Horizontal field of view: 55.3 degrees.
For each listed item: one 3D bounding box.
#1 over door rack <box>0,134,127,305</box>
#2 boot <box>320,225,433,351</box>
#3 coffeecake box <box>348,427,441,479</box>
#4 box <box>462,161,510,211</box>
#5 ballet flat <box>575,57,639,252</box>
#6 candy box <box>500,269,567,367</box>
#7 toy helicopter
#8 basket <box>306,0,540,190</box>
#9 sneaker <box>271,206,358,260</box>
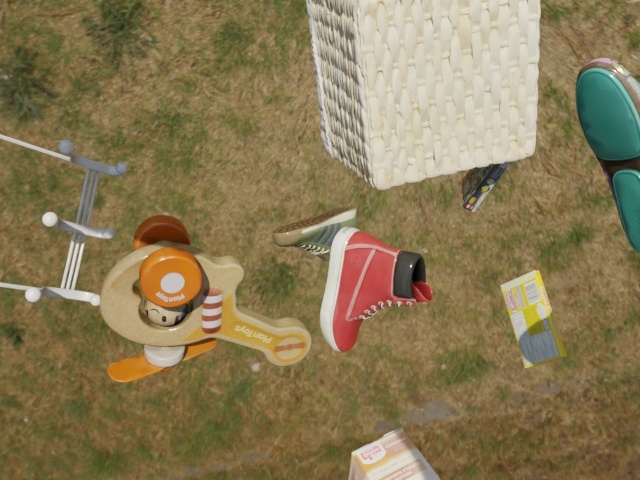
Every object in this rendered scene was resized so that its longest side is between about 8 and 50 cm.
[{"bbox_3d":[-0.449,-0.040,0.881,0.108,0.324,0.240,1,79,49],"label":"over door rack"},{"bbox_3d":[0.097,0.113,1.038,0.176,0.088,0.244,22,123,26],"label":"boot"},{"bbox_3d":[0.100,0.312,0.617,0.068,0.185,0.142,-18,133,-24],"label":"coffeecake box"},{"bbox_3d":[0.324,-0.135,1.202,0.027,0.094,0.137,21,132,-7],"label":"box"},{"bbox_3d":[0.323,-0.090,0.617,0.079,0.077,0.222,-34,107,-19],"label":"ballet flat"},{"bbox_3d":[0.493,0.183,1.422,0.027,0.206,0.105,4,155,-34],"label":"candy box"},{"bbox_3d":[-0.171,0.133,0.952,0.355,0.140,0.235,26,104,-31],"label":"toy helicopter"},{"bbox_3d":[0.174,-0.290,1.060,0.328,0.266,0.332,-13,120,-10],"label":"basket"},{"bbox_3d":[0.000,0.000,1.115,0.064,0.192,0.086,8,112,48],"label":"sneaker"}]
